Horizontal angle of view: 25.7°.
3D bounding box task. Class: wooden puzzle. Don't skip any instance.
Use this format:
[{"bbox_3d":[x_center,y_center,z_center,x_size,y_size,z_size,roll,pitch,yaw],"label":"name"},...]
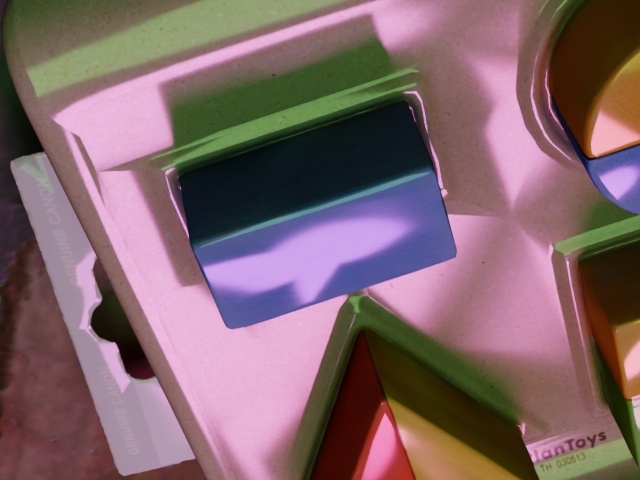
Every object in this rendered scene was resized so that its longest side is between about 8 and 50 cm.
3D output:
[{"bbox_3d":[0.080,0.009,0.578,0.322,0.080,0.348,-18,124,2],"label":"wooden puzzle"}]

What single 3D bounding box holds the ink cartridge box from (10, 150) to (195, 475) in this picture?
[{"bbox_3d":[0.000,0.000,0.639,0.232,0.066,0.189,-11,124,2],"label":"ink cartridge box"}]
